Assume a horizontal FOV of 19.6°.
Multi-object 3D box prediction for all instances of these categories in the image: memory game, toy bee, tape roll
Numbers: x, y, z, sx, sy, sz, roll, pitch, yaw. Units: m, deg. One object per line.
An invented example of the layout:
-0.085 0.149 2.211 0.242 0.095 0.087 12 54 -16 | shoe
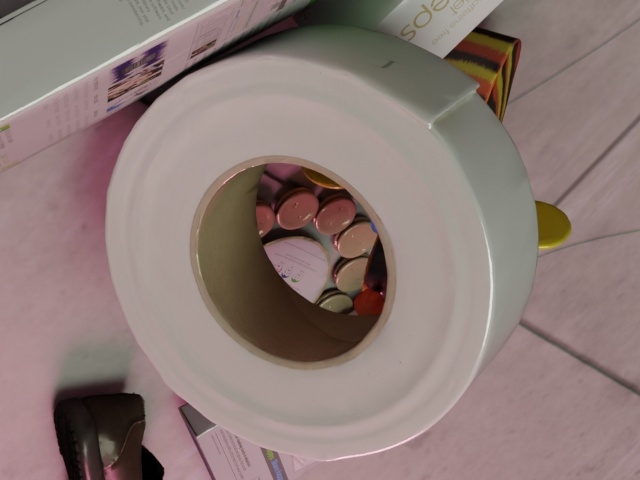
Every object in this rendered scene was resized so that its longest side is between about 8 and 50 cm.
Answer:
-0.037 0.032 1.466 0.186 0.012 0.186 -20 137 -19 | memory game
0.087 -0.002 1.365 0.195 0.162 0.298 -4 106 21 | toy bee
0.000 0.000 1.251 0.100 0.286 0.286 -37 157 -59 | tape roll

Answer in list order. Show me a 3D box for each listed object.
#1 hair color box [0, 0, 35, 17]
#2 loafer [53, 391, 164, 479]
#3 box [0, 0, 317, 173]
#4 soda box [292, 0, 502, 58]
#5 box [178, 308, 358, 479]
-0.267 -0.218 0.950 0.338 0.110 0.185 -7 133 -49 | hair color box
-0.158 0.207 1.493 0.078 0.080 0.220 -19 137 -18 | loafer
-0.086 -0.143 1.131 0.322 0.058 0.232 -28 -179 -8 | box
0.089 -0.196 1.294 0.216 0.069 0.074 -44 139 8 | soda box
-0.015 0.142 1.555 0.186 0.038 0.145 -29 145 -10 | box
